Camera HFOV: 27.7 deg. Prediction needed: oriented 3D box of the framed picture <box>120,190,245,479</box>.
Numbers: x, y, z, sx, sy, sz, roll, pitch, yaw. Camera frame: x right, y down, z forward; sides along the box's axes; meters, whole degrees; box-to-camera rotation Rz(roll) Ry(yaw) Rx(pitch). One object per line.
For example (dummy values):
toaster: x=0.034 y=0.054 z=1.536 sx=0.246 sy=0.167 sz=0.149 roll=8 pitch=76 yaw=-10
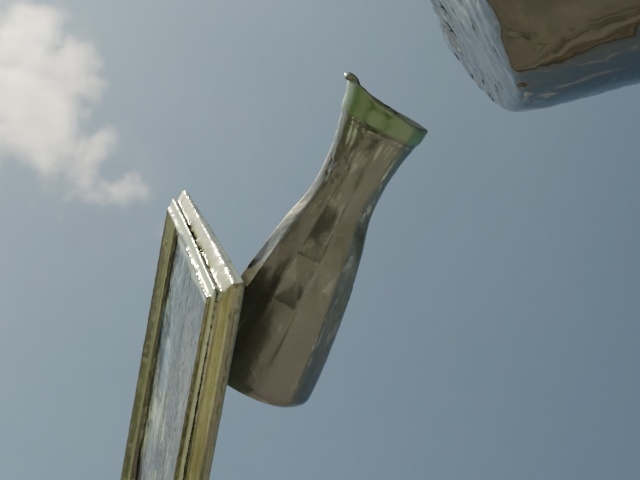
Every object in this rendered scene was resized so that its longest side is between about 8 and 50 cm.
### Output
framed picture: x=-0.056 y=0.063 z=0.474 sx=0.011 sy=0.183 sz=0.142 roll=9 pitch=-81 yaw=-13

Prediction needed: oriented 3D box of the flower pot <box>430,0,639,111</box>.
flower pot: x=0.140 y=-0.212 z=0.571 sx=0.251 sy=0.379 sz=0.379 roll=-28 pitch=-68 yaw=2

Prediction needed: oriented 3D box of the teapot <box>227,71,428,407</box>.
teapot: x=0.000 y=0.000 z=0.439 sx=0.042 sy=0.043 sz=0.111 roll=28 pitch=-78 yaw=5
